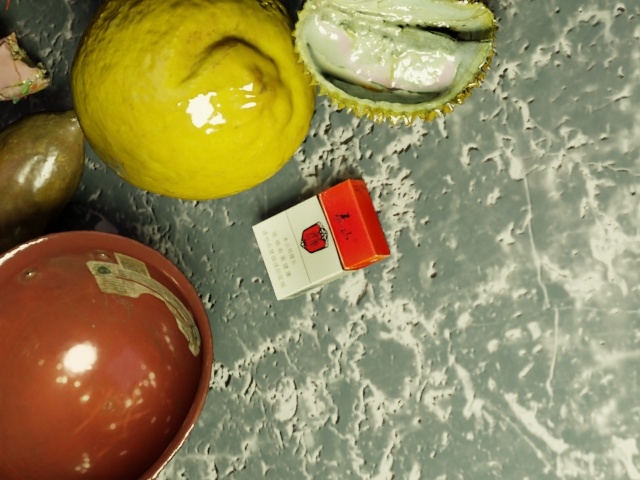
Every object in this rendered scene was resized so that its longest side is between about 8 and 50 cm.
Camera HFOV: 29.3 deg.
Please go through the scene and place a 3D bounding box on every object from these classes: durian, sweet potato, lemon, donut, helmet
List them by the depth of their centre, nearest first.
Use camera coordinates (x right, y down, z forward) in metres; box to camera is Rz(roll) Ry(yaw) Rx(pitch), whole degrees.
[{"bbox_3d":[0.071,-0.229,1.359,0.237,0.138,0.193,33,97,-2],"label":"durian"},{"bbox_3d":[-0.146,-0.184,1.425,0.297,0.297,0.297,1,92,31],"label":"lemon"},{"bbox_3d":[-0.296,0.195,1.542,0.337,0.230,0.385,28,78,13],"label":"helmet"},{"bbox_3d":[-0.425,-0.056,1.682,0.158,0.158,0.370,40,112,24],"label":"sweet potato"},{"bbox_3d":[-0.458,-0.312,1.713,0.199,0.085,0.233,11,97,14],"label":"donut"}]

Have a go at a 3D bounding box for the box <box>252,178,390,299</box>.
[{"bbox_3d":[0.000,0.000,1.482,0.152,0.048,0.100,-26,80,32],"label":"box"}]

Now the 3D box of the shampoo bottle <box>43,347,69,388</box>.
[{"bbox_3d":[-0.382,0.237,1.696,0.092,0.092,0.303,7,97,31],"label":"shampoo bottle"}]

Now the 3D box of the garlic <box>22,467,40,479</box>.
[{"bbox_3d":[-0.467,0.356,1.615,0.245,0.160,0.245,0,87,7],"label":"garlic"}]
